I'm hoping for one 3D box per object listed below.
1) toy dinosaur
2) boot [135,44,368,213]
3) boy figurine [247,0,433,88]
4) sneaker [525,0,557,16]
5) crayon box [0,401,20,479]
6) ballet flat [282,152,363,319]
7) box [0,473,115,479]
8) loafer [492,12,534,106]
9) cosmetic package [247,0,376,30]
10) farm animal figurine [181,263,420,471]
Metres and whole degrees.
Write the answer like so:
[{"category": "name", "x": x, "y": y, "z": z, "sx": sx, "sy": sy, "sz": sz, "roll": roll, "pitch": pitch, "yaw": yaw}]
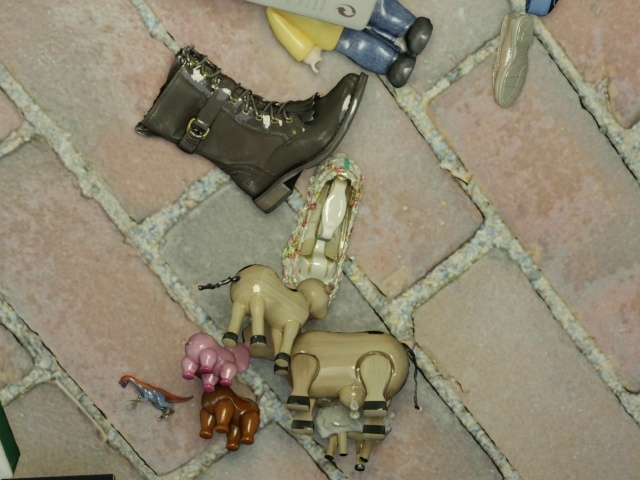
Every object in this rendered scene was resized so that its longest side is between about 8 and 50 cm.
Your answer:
[{"category": "toy dinosaur", "x": -0.239, "y": 0.214, "z": 1.784, "sx": 0.090, "sy": 0.047, "sz": 0.082, "roll": -36, "pitch": 97, "yaw": -30}, {"category": "boot", "x": -0.092, "y": -0.174, "z": 1.647, "sx": 0.229, "sy": 0.091, "sz": 0.263, "roll": 38, "pitch": 115, "yaw": -11}, {"category": "boy figurine", "x": 0.004, "y": -0.312, "z": 1.639, "sx": 0.285, "sy": 0.092, "sz": 0.177, "roll": 28, "pitch": 103, "yaw": -14}, {"category": "sneaker", "x": 0.341, "y": -0.393, "z": 1.653, "sx": 0.090, "sy": 0.081, "sz": 0.232, "roll": 20, "pitch": 100, "yaw": -2}, {"category": "crayon box", "x": -0.556, "y": 0.192, "z": 1.716, "sx": 0.203, "sy": 0.083, "sz": 0.323, "roll": -16, "pitch": 106, "yaw": -1}, {"category": "ballet flat", "x": 0.000, "y": 0.000, "z": 1.722, "sx": 0.091, "sy": 0.077, "sz": 0.241, "roll": 10, "pitch": 103, "yaw": -7}, {"category": "box", "x": -0.354, "y": 0.399, "z": 1.745, "sx": 0.156, "sy": 0.093, "sz": 0.158, "roll": -1, "pitch": 140, "yaw": -5}, {"category": "loafer", "x": 0.253, "y": -0.243, "z": 1.709, "sx": 0.045, "sy": 0.039, "sz": 0.125, "roll": -1, "pitch": 110, "yaw": -39}, {"category": "cosmetic package", "x": -0.131, "y": -0.434, "z": 1.505, "sx": 0.453, "sy": 0.161, "sz": 0.230, "roll": 13, "pitch": 62, "yaw": -7}, {"category": "farm animal figurine", "x": -0.025, "y": 0.148, "z": 1.683, "sx": 0.327, "sy": 0.172, "sz": 0.330, "roll": 13, "pitch": 145, "yaw": -9}]
